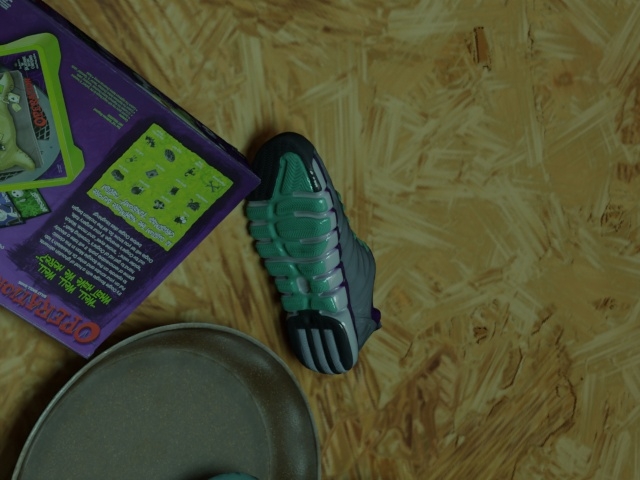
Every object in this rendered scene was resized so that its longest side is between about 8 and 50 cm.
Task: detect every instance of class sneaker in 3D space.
[{"bbox_3d":[0.000,0.000,1.678,0.098,0.083,0.223,-42,128,-50],"label":"sneaker"}]

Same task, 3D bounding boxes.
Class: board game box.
[{"bbox_3d":[-0.232,-0.068,1.437,0.208,0.056,0.347,-47,128,7],"label":"board game box"}]

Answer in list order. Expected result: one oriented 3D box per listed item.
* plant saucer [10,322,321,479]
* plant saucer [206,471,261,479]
[{"bbox_3d":[-0.137,0.216,1.626,0.310,0.050,0.310,-10,107,-36],"label":"plant saucer"},{"bbox_3d":[-0.077,0.256,1.638,0.119,0.021,0.119,-10,107,-35],"label":"plant saucer"}]
